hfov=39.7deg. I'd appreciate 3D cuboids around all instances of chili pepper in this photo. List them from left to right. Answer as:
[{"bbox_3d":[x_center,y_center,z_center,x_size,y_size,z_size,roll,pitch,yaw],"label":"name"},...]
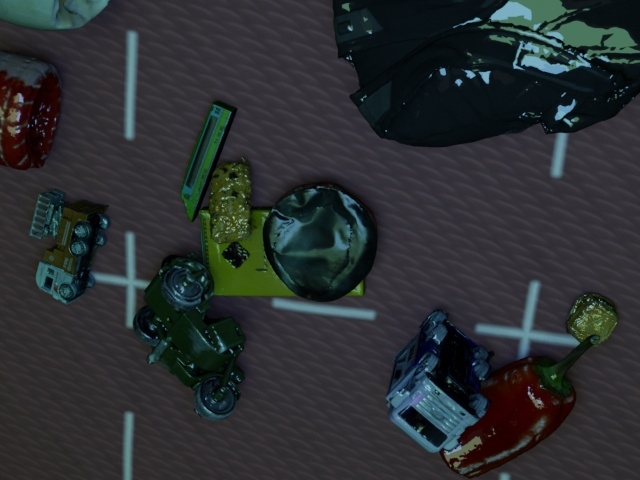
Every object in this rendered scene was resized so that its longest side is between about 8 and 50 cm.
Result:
[{"bbox_3d":[0.343,0.257,1.454,0.131,0.134,0.338,41,113,-18],"label":"chili pepper"}]

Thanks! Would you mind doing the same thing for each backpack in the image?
[{"bbox_3d":[0.245,-0.302,1.263,0.446,0.255,0.363,-21,94,18],"label":"backpack"}]

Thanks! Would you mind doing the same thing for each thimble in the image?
[{"bbox_3d":[-0.512,-0.215,1.457,0.125,0.163,0.189,14,114,3],"label":"thimble"}]

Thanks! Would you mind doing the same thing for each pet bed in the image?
[{"bbox_3d":[0.000,0.000,1.446,0.201,0.053,0.201,2,106,8],"label":"pet bed"}]

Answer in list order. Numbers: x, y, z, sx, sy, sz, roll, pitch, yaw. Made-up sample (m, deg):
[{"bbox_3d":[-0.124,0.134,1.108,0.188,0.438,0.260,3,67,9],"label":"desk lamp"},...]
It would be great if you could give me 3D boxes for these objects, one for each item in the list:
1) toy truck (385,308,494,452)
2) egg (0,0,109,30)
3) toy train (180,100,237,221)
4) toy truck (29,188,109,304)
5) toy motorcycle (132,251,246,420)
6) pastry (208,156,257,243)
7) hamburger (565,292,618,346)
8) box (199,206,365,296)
[{"bbox_3d":[0.178,0.231,1.409,0.124,0.268,0.155,40,110,-2],"label":"toy truck"},{"bbox_3d":[-0.461,-0.478,1.316,0.336,0.278,0.278,34,108,3],"label":"egg"},{"bbox_3d":[-0.198,-0.131,1.488,0.042,0.044,0.209,24,108,2],"label":"toy train"},{"bbox_3d":[-0.449,0.012,1.554,0.115,0.080,0.177,21,107,9],"label":"toy truck"},{"bbox_3d":[-0.205,0.156,1.503,0.275,0.127,0.205,48,131,6],"label":"toy motorcycle"},{"bbox_3d":[-0.148,-0.065,1.463,0.080,0.056,0.140,-8,70,0],"label":"pastry"},{"bbox_3d":[0.443,0.129,1.451,0.076,0.044,0.083,33,110,-2],"label":"hamburger"},{"bbox_3d":[-0.064,0.019,1.509,0.279,0.041,0.153,0,106,10],"label":"box"}]
